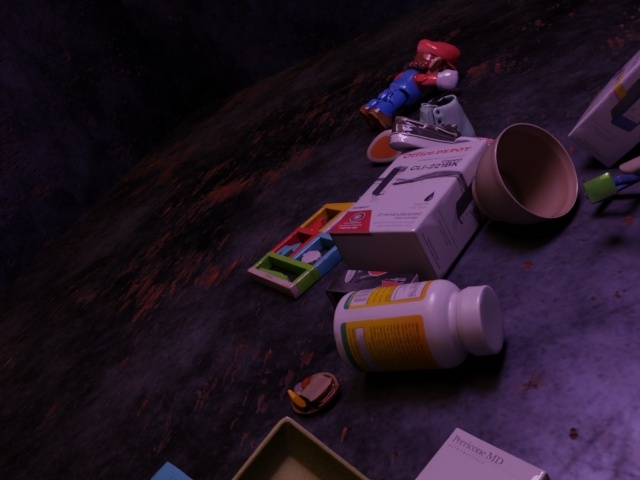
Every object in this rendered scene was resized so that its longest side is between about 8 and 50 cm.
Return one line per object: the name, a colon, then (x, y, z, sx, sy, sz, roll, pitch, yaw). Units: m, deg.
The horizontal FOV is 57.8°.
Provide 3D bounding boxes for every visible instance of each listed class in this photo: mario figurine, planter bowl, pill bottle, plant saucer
mario figurine: (0.278, -0.420, 1.638, 0.320, 0.170, 0.198, -42, 63, -1)
planter bowl: (0.317, -0.093, 0.946, 0.162, 0.162, 0.109, -47, 4, -30)
pill bottle: (0.132, 0.116, 0.785, 0.208, 0.118, 0.118, -12, 31, 34)
plant saucer: (-0.023, 0.314, 0.596, 0.188, 0.045, 0.188, 32, 59, 21)

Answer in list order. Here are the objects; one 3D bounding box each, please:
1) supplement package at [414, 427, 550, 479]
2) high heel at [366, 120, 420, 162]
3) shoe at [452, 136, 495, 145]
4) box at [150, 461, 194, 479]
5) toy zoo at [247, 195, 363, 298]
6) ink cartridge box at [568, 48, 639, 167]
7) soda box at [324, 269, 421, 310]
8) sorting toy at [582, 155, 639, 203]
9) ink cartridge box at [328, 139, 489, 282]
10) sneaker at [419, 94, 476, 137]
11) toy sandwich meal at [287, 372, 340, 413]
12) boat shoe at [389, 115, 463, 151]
supplement package: (0.123, 0.281, 0.511, 0.179, 0.105, 0.105, -42, 27, -24)
high heel: (0.232, -0.255, 1.421, 0.244, 0.082, 0.117, -28, -6, 34)
shoe: (0.341, -0.163, 1.081, 0.177, 0.064, 0.081, 24, 49, 27)
box: (-0.151, 0.364, 0.704, 0.244, 0.060, 0.100, 3, 41, 49)
toy zoo: (0.000, 0.000, 1.232, 0.293, 0.030, 0.192, -41, 27, -22)
ink cartridge box: (0.520, -0.243, 0.926, 0.154, 0.093, 0.212, -47, -6, -31)
soda box: (0.090, 0.088, 0.953, 0.168, 0.053, 0.060, 0, 39, 46)
sorting toy: (0.514, -0.115, 0.755, 0.195, 0.047, 0.347, -3, -20, -46)
ink cartridge box: (0.179, -0.056, 1.046, 0.196, 0.114, 0.273, 0, 38, 47)
sneaker: (0.211, -0.205, 1.238, 0.255, 0.151, 0.094, -39, 28, -14)
toy sandwich meal: (-0.011, 0.219, 0.851, 0.085, 0.029, 0.086, -24, 26, 13)
boat shoe: (0.249, -0.200, 1.155, 0.078, 0.219, 0.070, 112, 171, -82)
